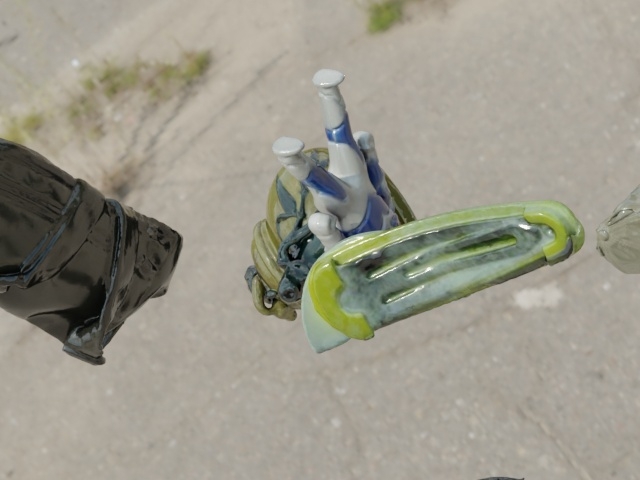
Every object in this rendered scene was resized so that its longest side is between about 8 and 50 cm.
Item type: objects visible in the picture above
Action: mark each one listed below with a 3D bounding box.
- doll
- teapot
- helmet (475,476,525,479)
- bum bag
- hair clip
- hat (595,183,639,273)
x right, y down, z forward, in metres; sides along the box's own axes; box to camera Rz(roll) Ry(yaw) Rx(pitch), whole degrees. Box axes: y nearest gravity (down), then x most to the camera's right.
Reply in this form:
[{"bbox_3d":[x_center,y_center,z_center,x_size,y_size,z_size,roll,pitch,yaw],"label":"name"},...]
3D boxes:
[{"bbox_3d":[0.032,-0.022,1.081,0.057,0.227,0.114,1,46,25],"label":"doll"},{"bbox_3d":[0.000,0.000,1.394,0.182,0.173,0.269,-38,11,14],"label":"teapot"},{"bbox_3d":[0.283,0.469,1.982,0.279,0.160,0.230,-17,61,22],"label":"helmet"},{"bbox_3d":[-0.216,0.016,1.100,0.080,0.326,0.142,28,88,33],"label":"bum bag"},{"bbox_3d":[0.062,0.013,0.765,0.188,0.060,0.033,-20,19,32],"label":"hair clip"},{"bbox_3d":[0.509,-0.004,1.843,0.245,0.214,0.149,26,54,19],"label":"hat"}]
